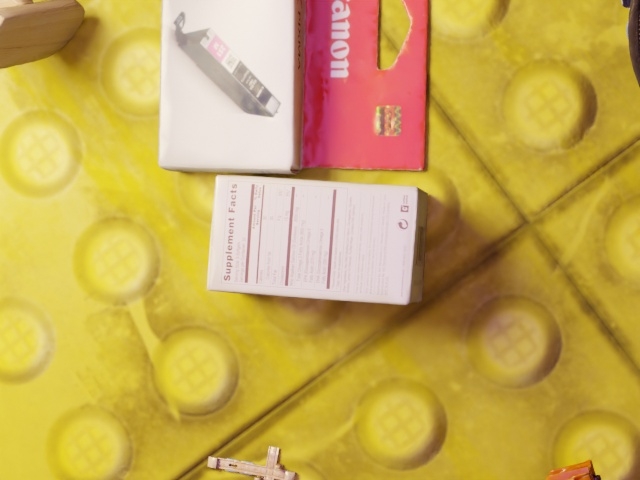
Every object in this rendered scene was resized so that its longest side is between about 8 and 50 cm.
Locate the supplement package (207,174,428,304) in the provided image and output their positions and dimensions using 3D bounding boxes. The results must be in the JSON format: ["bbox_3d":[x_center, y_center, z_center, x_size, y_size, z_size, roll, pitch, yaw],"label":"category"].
[{"bbox_3d":[0.000,0.000,1.269,0.179,0.105,0.105,4,90,10],"label":"supplement package"}]

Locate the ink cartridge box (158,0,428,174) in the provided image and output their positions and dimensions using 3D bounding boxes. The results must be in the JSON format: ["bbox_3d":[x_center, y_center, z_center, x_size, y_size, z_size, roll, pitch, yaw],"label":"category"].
[{"bbox_3d":[-0.024,-0.198,1.300,0.239,0.060,0.275,1,89,11],"label":"ink cartridge box"}]

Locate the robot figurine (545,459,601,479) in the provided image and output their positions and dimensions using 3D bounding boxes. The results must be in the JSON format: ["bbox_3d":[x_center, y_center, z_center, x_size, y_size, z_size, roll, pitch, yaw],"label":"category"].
[{"bbox_3d":[0.203,0.350,1.237,0.211,0.085,0.291,-17,87,17],"label":"robot figurine"}]

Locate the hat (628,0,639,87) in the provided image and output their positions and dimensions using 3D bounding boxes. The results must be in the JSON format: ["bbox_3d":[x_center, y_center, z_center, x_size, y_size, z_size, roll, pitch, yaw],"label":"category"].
[{"bbox_3d":[0.416,-0.187,1.147,0.331,0.134,0.331,2,102,9],"label":"hat"}]

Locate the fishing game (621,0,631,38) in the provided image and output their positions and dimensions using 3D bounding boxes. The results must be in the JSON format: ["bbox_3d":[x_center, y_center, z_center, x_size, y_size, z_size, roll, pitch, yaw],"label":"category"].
[{"bbox_3d":[0.358,-0.205,1.244,0.189,0.041,0.264,-3,89,7],"label":"fishing game"}]

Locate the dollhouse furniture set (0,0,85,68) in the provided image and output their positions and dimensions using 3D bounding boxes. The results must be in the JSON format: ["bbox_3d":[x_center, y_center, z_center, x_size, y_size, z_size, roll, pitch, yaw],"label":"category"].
[{"bbox_3d":[-0.285,-0.425,1.304,0.362,0.256,0.394,43,117,8],"label":"dollhouse furniture set"}]

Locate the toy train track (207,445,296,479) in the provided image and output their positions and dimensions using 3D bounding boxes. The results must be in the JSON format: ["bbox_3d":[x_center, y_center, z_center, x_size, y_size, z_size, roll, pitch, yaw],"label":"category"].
[{"bbox_3d":[-0.065,0.213,1.324,0.083,0.014,0.048,9,91,10],"label":"toy train track"}]
